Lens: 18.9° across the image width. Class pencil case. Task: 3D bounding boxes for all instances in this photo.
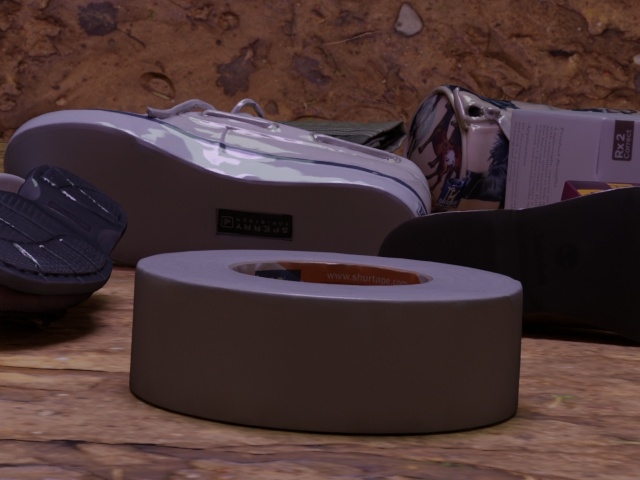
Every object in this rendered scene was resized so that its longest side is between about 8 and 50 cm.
[{"bbox_3d":[0.312,-0.092,2.246,0.410,0.160,0.183,2,-19,-17],"label":"pencil case"}]

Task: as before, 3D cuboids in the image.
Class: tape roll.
[{"bbox_3d":[0.004,0.052,1.075,0.219,0.072,0.219,3,6,0],"label":"tape roll"}]

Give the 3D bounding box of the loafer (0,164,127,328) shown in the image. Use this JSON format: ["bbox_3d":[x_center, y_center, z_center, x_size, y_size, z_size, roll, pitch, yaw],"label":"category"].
[{"bbox_3d":[-0.203,0.021,1.308,0.109,0.095,0.302,34,11,0],"label":"loafer"}]

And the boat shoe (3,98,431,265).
[{"bbox_3d":[-0.081,-0.063,1.662,0.367,0.136,0.156,7,28,8],"label":"boat shoe"}]

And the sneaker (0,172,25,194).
[{"bbox_3d":[-0.329,-0.020,1.562,0.121,0.079,0.217,8,9,30],"label":"sneaker"}]

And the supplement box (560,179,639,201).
[{"bbox_3d":[0.294,0.007,1.552,0.188,0.081,0.104,2,21,-13],"label":"supplement box"}]

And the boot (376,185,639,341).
[{"bbox_3d":[0.196,0.021,1.397,0.305,0.112,0.115,2,-5,5],"label":"boot"}]

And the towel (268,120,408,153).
[{"bbox_3d":[-0.107,-0.077,2.085,0.324,0.056,0.312,1,15,31],"label":"towel"}]

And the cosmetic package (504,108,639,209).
[{"bbox_3d":[0.282,-0.045,1.825,0.151,0.151,0.183,2,7,-21],"label":"cosmetic package"}]
